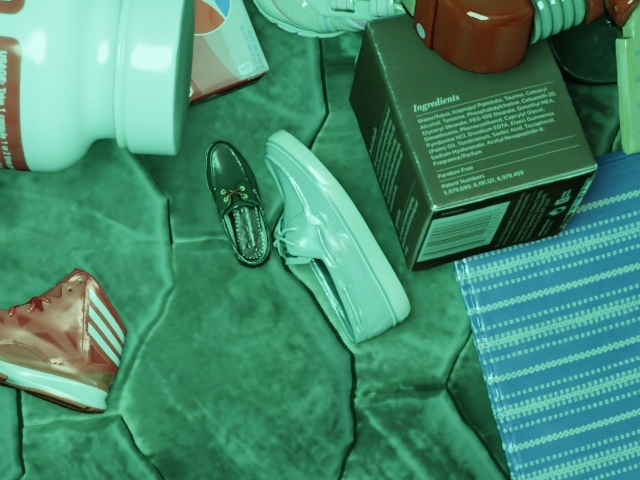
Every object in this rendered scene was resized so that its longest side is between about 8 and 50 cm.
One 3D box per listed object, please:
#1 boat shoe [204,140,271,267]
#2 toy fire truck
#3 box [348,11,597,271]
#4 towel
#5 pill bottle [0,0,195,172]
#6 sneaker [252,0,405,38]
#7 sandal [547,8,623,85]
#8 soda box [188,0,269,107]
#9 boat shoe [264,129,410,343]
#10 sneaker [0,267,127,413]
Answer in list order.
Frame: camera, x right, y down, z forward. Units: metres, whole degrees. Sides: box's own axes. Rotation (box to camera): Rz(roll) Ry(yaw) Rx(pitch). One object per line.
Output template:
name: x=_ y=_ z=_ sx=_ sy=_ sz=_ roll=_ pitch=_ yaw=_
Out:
boat shoe: x=-0.080 y=-0.037 z=1.684 sx=0.049 sy=0.042 sz=0.133 roll=-17 pitch=89 yaw=-8
toy fire truck: x=0.209 y=-0.197 z=1.523 sx=0.217 sy=0.158 sz=0.246 roll=-24 pitch=63 yaw=-16
box: x=0.141 y=-0.105 z=1.635 sx=0.167 sy=0.168 sz=0.203 roll=-14 pitch=71 yaw=-10
towel: x=0.270 y=0.089 z=1.744 sx=0.243 sy=0.040 sz=0.336 roll=-16 pitch=92 yaw=-12
pill bottle: x=-0.323 y=-0.181 z=1.527 sx=0.408 sy=0.229 sz=0.229 roll=6 pitch=86 yaw=0
sneaker: x=0.058 y=-0.255 z=1.682 sx=0.252 sy=0.111 sz=0.103 roll=1 pitch=87 yaw=-9
sandal: x=0.414 y=-0.320 z=1.748 sx=0.446 sy=0.107 sz=0.167 roll=-34 pitch=93 yaw=-9
soda box: x=-0.141 y=-0.267 z=1.664 sx=0.092 sy=0.083 sz=0.263 roll=-22 pitch=91 yaw=-10
boat shoe: x=0.000 y=0.001 z=1.675 sx=0.081 sy=0.079 sz=0.227 roll=-35 pitch=96 yaw=-14
sneaker: x=-0.291 y=0.075 z=1.631 sx=0.221 sy=0.087 sz=0.128 roll=25 pitch=75 yaw=-20
